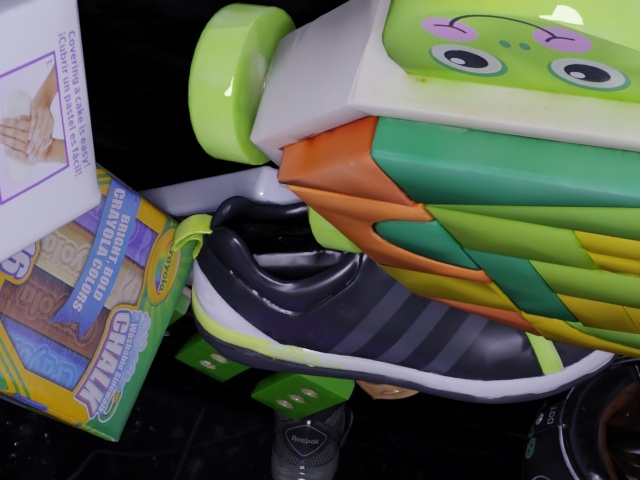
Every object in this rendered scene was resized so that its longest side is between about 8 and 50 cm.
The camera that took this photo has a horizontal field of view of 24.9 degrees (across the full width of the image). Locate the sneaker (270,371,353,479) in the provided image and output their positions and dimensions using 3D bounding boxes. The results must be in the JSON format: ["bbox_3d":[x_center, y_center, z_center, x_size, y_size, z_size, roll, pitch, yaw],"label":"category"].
[{"bbox_3d":[-0.005,0.156,1.516,0.087,0.130,0.227,9,-163,3],"label":"sneaker"}]

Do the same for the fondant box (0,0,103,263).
[{"bbox_3d":[-0.267,-0.009,0.478,0.238,0.096,0.330,9,-152,28],"label":"fondant box"}]

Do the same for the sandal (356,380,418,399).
[{"bbox_3d":[0.069,0.124,1.303,0.180,0.049,0.072,21,167,-32],"label":"sandal"}]

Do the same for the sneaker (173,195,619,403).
[{"bbox_3d":[0.046,0.020,0.707,0.235,0.084,0.097,0,137,-3],"label":"sneaker"}]

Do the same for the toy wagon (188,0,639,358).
[{"bbox_3d":[0.089,-0.024,0.471,0.267,0.068,0.344,10,168,23],"label":"toy wagon"}]

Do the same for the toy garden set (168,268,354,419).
[{"bbox_3d":[-0.077,0.039,1.032,0.244,0.049,0.204,29,156,-13],"label":"toy garden set"}]

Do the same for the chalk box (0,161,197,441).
[{"bbox_3d":[-0.167,0.024,0.816,0.132,0.132,0.213,14,165,31],"label":"chalk box"}]

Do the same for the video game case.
[{"bbox_3d":[0.000,0.000,0.842,0.173,0.022,0.190,20,169,-25],"label":"video game case"}]

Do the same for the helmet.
[{"bbox_3d":[0.225,0.165,1.009,0.169,0.169,0.161,13,153,11],"label":"helmet"}]
